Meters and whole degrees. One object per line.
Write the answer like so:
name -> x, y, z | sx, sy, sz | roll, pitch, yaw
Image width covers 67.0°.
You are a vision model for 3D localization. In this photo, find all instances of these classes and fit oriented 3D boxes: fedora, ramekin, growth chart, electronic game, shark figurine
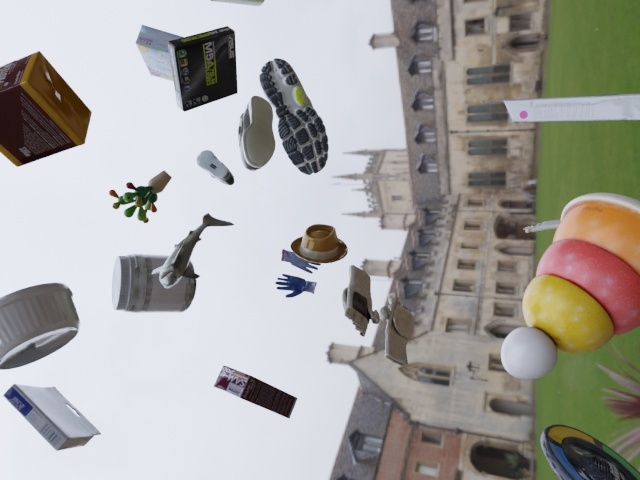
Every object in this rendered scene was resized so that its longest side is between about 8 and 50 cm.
fedora -> 0.000, 0.000, 1.539 | 0.194, 0.195, 0.079 | -49, -28, -57
ramekin -> -0.790, 0.240, 1.314 | 0.127, 0.273, 0.273 | 56, -161, 12
growth chart -> 0.856, -0.058, 1.796 | 0.237, 0.172, 0.021 | -13, -87, -57
electronic game -> 0.498, 0.416, 0.850 | 0.048, 0.229, 0.229 | -64, -15, 18
shark figurine -> -0.374, 0.048, 1.401 | 0.116, 0.166, 0.278 | 44, -126, -22

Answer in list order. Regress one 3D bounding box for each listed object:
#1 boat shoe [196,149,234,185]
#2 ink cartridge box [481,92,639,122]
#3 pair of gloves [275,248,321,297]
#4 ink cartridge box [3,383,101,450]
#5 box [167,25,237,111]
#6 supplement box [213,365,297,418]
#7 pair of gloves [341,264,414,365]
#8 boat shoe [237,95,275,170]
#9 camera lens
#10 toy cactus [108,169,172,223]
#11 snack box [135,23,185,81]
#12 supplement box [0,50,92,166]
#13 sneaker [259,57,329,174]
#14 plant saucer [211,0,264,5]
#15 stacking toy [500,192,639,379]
boat shoe -> -0.410, -0.279, 1.887 | 0.078, 0.219, 0.070 | -44, -37, -4
ink cartridge box -> 0.613, -0.331, 1.206 | 0.176, 0.371, 0.069 | -21, -64, -47
pair of gloves -> -0.085, 0.124, 1.837 | 0.023, 0.160, 0.198 | 128, 152, -84
ink cartridge box -> -0.751, 0.497, 1.367 | 0.045, 0.223, 0.224 | -49, -12, -15
box -> -0.316, -0.470, 1.328 | 0.184, 0.045, 0.190 | -28, -34, -29
supplement box -> -0.195, 0.467, 1.487 | 0.239, 0.130, 0.073 | 42, -117, -44
pair of gloves -> 0.157, 0.189, 1.259 | 0.240, 0.042, 0.204 | 39, -141, -17
boat shoe -> -0.209, -0.327, 1.533 | 0.109, 0.091, 0.304 | 21, -131, -28
camera lens -> -0.621, 0.161, 1.814 | 0.275, 0.219, 0.219 | 5, -92, -31
toy cactus -> -0.532, -0.144, 1.468 | 0.180, 0.112, 0.219 | -46, -12, -6
snack box -> -0.462, -0.569, 1.517 | 0.207, 0.175, 0.070 | 128, 157, -79
supplement box -> -0.702, -0.310, 1.160 | 0.191, 0.194, 0.129 | 63, -167, -51
sneaker -> -0.047, -0.288, 1.122 | 0.110, 0.107, 0.275 | -27, -82, -76
plant saucer -> -0.192, -0.707, 1.249 | 0.188, 0.045, 0.188 | -24, -42, -47
stacking toy -> 0.606, 0.147, 1.161 | 0.480, 0.351, 0.350 | -40, -38, -10
